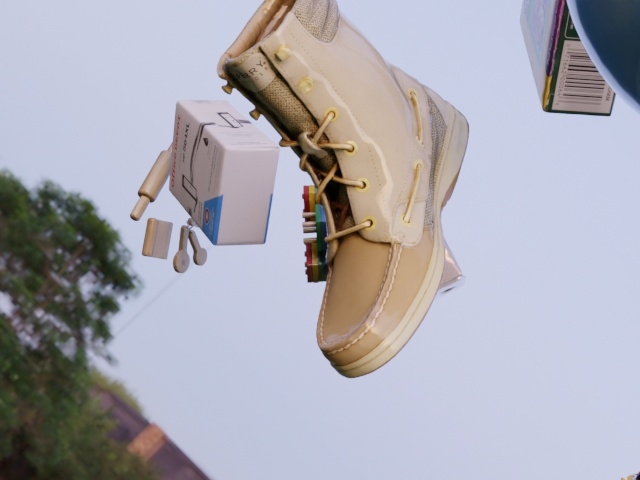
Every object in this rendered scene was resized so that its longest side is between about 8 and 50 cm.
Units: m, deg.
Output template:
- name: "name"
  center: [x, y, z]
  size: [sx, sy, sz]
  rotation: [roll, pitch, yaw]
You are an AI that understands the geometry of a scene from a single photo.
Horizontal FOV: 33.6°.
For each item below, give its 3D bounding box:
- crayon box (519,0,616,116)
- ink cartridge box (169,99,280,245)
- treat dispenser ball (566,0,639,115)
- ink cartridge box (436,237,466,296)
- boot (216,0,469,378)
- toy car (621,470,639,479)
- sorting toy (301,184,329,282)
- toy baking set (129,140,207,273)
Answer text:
- name: "crayon box"
  center: [0.368, -0.408, 1.485]
  size: [0.106, 0.313, 0.362]
  rotation: [4, -54, 1]
- name: "ink cartridge box"
  center: [-0.142, -0.100, 1.508]
  size: [0.203, 0.086, 0.148]
  rotation: [43, -50, 53]
- name: "treat dispenser ball"
  center: [0.291, -0.186, 0.636]
  size: [0.288, 0.288, 0.288]
  rotation: [40, -19, 17]
- name: "ink cartridge box"
  center: [0.054, -0.030, 0.971]
  size: [0.190, 0.082, 0.139]
  rotation: [65, 3, 9]
- name: "boot"
  center: [0.005, -0.054, 0.760]
  size: [0.095, 0.262, 0.203]
  rotation: [-17, -48, 43]
- name: "toy car"
  center: [0.382, 0.278, 1.236]
  size: [0.122, 0.041, 0.060]
  rotation: [-99, 170, -79]
- name: "sorting toy"
  center: [0.000, 0.000, 1.439]
  size: [0.274, 0.046, 0.132]
  rotation: [-93, -179, -57]
- name: "toy baking set"
  center: [-0.213, -0.067, 1.682]
  size: [0.030, 0.256, 0.196]
  rotation: [8, -28, 29]
